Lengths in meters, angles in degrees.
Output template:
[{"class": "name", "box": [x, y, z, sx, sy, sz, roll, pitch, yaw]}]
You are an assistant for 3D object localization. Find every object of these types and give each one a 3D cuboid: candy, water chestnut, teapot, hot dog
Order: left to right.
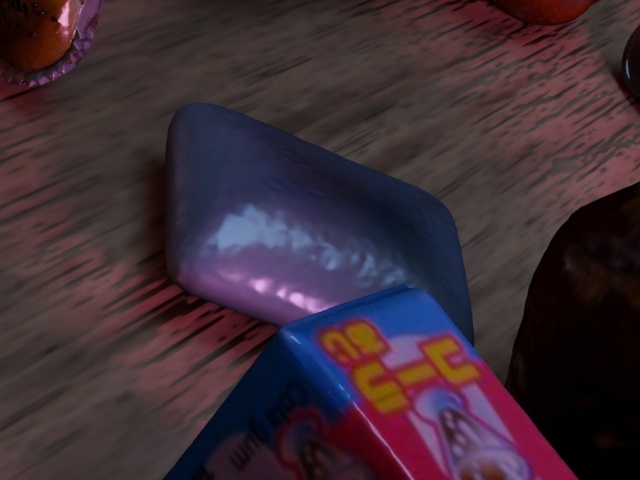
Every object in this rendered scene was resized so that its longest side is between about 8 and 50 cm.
[{"class": "hot dog", "box": [-0.140, -0.177, 0.892, 0.099, 0.192, 0.053, 22, 8, 25]}, {"class": "candy", "box": [0.000, 0.000, 0.896, 0.174, 0.071, 0.138, 22, 37, -22]}, {"class": "candy", "box": [0.063, 0.183, 0.657, 0.100, 0.157, 0.306, -14, 60, -50]}, {"class": "teapot", "box": [0.282, -0.126, 1.320, 0.068, 0.076, 0.121, 16, 65, -43]}, {"class": "water chestnut", "box": [0.231, 0.081, 0.861, 0.289, 0.244, 0.289, 8, 58, -13]}]

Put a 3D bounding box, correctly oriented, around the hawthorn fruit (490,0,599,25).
[{"class": "hawthorn fruit", "box": [0.147, -0.257, 1.301, 0.163, 0.162, 0.203, 1, 30, -42]}]
